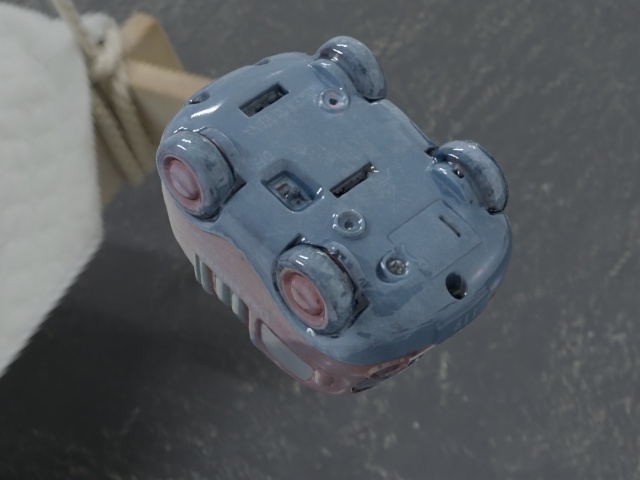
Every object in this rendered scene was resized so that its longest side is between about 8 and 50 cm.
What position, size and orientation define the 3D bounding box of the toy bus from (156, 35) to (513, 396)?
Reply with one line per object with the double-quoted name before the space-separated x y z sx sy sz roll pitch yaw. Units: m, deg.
"toy bus" 0.000 0.000 1.255 0.197 0.231 0.294 -36 68 -30
